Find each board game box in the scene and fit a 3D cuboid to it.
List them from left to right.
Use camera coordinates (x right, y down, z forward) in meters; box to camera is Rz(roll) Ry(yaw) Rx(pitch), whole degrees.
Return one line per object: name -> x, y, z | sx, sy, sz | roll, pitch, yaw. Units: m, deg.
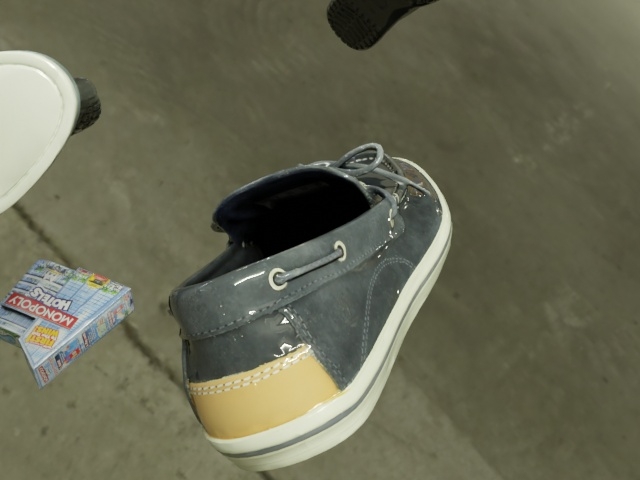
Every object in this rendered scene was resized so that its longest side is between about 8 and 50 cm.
board game box -> -0.427, 0.127, 1.519 | 0.194, 0.060, 0.194 | 19, 51, 16

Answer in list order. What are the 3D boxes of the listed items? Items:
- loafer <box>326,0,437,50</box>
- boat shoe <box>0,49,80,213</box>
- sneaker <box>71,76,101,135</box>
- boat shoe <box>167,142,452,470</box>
loafer -> 0.083, -0.257, 0.898 | 0.080, 0.220, 0.078 | 48, 58, -12
boat shoe -> -0.303, -0.056, 0.767 | 0.116, 0.319, 0.099 | 53, 24, -11
sneaker -> -0.387, -0.169, 1.211 | 0.109, 0.286, 0.130 | -26, 102, -50
boat shoe -> 0.000, 0.000, 0.857 | 0.156, 0.186, 0.500 | 63, 22, -15
